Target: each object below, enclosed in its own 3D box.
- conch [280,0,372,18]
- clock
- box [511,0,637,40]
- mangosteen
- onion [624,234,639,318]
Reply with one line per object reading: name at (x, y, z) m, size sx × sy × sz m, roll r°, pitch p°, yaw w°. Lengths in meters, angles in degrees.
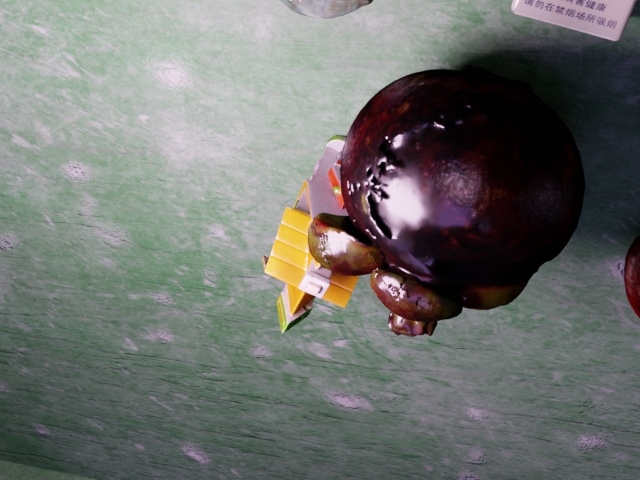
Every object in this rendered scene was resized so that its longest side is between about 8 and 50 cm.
conch at (0.009, -0.425, 1.358) m, size 0.277 × 0.195 × 0.220 m, roll 17°, pitch 161°, yaw 49°
clock at (0.000, 0.000, 1.699) m, size 0.166 × 0.309 × 0.235 m, roll 24°, pitch 138°, yaw -4°
box at (0.375, -0.410, 1.289) m, size 0.168 × 0.071 × 0.259 m, roll 17°, pitch 139°, yaw 6°
mangosteen at (0.193, -0.074, 1.495) m, size 0.381 × 0.381 × 0.421 m, roll 35°, pitch 120°, yaw -14°
onion at (0.655, 0.084, 1.603) m, size 0.272 × 0.195 × 0.272 m, roll 6°, pitch 130°, yaw 7°
